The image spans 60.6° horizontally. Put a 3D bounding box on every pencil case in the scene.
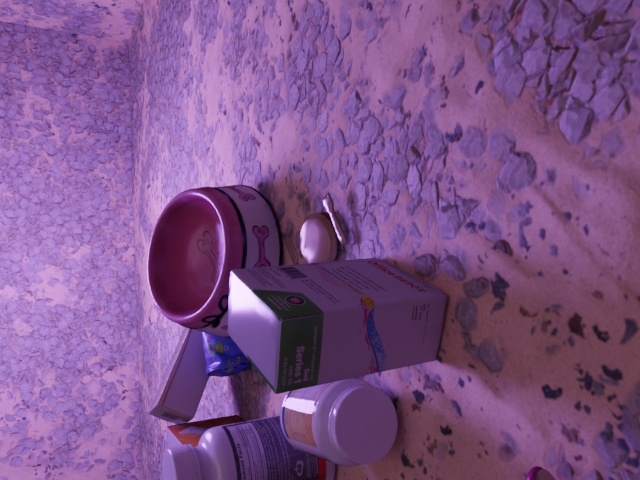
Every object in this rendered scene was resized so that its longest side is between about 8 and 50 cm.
[{"bbox_3d":[-0.270,0.224,1.541,0.133,0.119,0.306,-19,71,32],"label":"pencil case"}]

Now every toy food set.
[{"bbox_3d":[0.000,0.000,1.142,0.192,0.038,0.132,-44,60,46],"label":"toy food set"}]

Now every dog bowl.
[{"bbox_3d":[-0.291,0.044,1.407,0.408,0.150,0.408,-8,78,41],"label":"dog bowl"}]

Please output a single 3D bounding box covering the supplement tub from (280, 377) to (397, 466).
[{"bbox_3d":[0.029,0.315,0.971,0.200,0.144,0.144,-19,73,59],"label":"supplement tub"}]

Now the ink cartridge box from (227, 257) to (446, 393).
[{"bbox_3d":[0.021,0.116,0.850,0.201,0.278,0.117,30,119,57],"label":"ink cartridge box"}]

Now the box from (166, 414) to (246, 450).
[{"bbox_3d":[-0.251,0.589,1.411,0.345,0.215,0.168,-3,87,61],"label":"box"}]

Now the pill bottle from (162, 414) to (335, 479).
[{"bbox_3d":[-0.145,0.457,1.108,0.176,0.318,0.176,4,94,62],"label":"pill bottle"}]

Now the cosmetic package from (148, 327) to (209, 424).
[{"bbox_3d":[-0.384,0.369,1.618,0.160,0.113,0.309,-45,24,53],"label":"cosmetic package"}]

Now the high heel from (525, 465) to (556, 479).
[{"bbox_3d":[0.241,0.383,0.657,0.117,0.082,0.244,-6,97,51],"label":"high heel"}]
